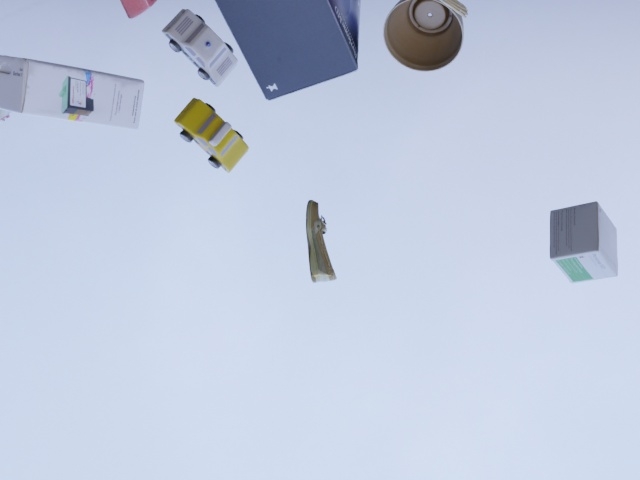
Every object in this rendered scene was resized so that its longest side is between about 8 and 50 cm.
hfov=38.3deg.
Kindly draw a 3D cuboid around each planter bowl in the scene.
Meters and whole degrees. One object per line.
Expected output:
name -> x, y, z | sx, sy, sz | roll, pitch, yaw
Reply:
planter bowl -> 0.217, -0.440, 1.870 | 0.162, 0.162, 0.109 | 2, -140, 18

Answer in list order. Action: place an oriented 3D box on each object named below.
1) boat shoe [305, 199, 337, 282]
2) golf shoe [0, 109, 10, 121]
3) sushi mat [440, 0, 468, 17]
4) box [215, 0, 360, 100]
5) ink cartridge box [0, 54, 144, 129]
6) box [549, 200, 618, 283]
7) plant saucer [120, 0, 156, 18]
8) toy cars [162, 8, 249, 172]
boat shoe -> 0.000, 0.000, 1.680 | 0.048, 0.153, 0.056 | -5, 166, 2
golf shoe -> -0.758, -0.387, 2.269 | 0.306, 0.140, 0.115 | -14, -152, 37
sushi mat -> 0.128, -0.473, 1.553 | 0.316, 0.019, 0.151 | 14, -147, -48
box -> -0.059, -0.451, 1.560 | 0.182, 0.296, 0.294 | -15, -142, 17
ink cartridge box -> -0.558, -0.322, 2.006 | 0.278, 0.117, 0.201 | 3, -171, -43
box -> 0.452, 0.005, 1.582 | 0.087, 0.101, 0.102 | -13, -126, 32
plant saucer -> -0.315, -0.595, 1.776 | 0.047, 0.258, 0.259 | 27, -113, 25
toy cars -> -0.259, -0.352, 2.168 | 0.176, 0.394, 0.087 | -10, -174, -26
